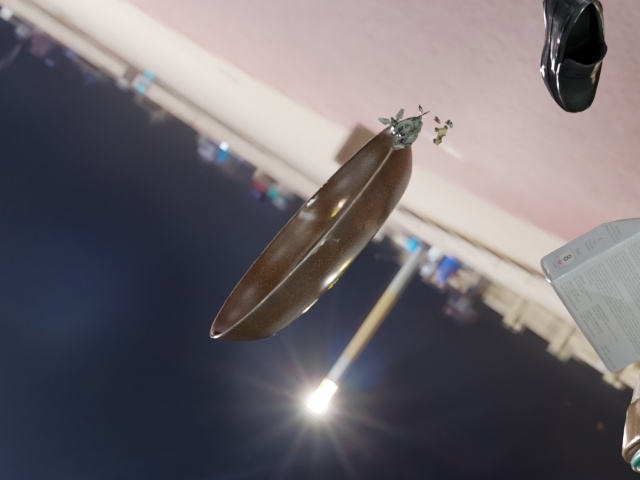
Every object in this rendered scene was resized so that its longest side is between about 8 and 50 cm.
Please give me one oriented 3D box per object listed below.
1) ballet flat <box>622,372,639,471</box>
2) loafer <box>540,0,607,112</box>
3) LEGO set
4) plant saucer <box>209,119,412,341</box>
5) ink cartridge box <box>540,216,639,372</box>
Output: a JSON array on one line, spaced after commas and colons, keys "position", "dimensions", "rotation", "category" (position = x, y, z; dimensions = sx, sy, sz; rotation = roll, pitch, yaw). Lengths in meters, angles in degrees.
[{"position": [0.383, 0.202, 1.487], "dimensions": [0.342, 0.116, 0.124], "rotation": [48, -147, -58], "category": "ballet flat"}, {"position": [0.321, -0.237, 1.750], "dimensions": [0.078, 0.076, 0.223], "rotation": [58, 169, 40], "category": "loafer"}, {"position": [0.094, -0.105, 1.347], "dimensions": [0.083, 0.054, 0.023], "rotation": [-7, -131, -22], "category": "LEGO set"}, {"position": [0.000, 0.000, 1.501], "dimensions": [0.050, 0.310, 0.310], "rotation": [41, 179, -7], "category": "plant saucer"}, {"position": [0.401, 0.038, 1.639], "dimensions": [0.189, 0.232, 0.066], "rotation": [51, -169, -36], "category": "ink cartridge box"}]
